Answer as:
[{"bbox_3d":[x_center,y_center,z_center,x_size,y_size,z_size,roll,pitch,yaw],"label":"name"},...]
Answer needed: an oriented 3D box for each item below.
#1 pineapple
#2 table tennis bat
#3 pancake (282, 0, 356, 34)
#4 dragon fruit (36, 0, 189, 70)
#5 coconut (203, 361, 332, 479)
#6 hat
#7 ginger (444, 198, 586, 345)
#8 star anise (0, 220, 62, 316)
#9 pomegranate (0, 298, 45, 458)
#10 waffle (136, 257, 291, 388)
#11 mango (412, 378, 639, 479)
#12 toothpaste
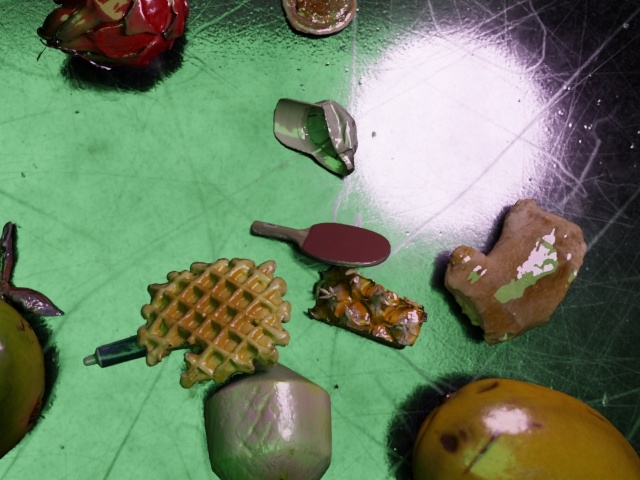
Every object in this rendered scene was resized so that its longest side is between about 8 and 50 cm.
[{"bbox_3d":[0.095,0.127,1.799,0.236,0.186,0.114,26,87,37],"label":"pineapple"},{"bbox_3d":[0.000,0.000,1.814,0.246,0.138,0.022,12,119,12],"label":"table tennis bat"},{"bbox_3d":[-0.003,-0.434,1.882,0.139,0.022,0.139,1,85,-8],"label":"pancake"},{"bbox_3d":[-0.351,-0.385,1.736,0.293,0.234,0.233,-31,91,-13],"label":"dragon fruit"},{"bbox_3d":[-0.088,0.307,1.731,0.236,0.204,0.236,-6,65,13],"label":"coconut"},{"bbox_3d":[-0.005,-0.194,1.850,0.166,0.081,0.122,16,123,8],"label":"hat"},{"bbox_3d":[0.336,0.051,1.844,0.221,0.130,0.275,17,78,3],"label":"ginger"},{"bbox_3d":[-0.549,0.089,1.752,0.172,0.063,0.208,-27,90,-7],"label":"star anise"},{"bbox_3d":[-0.613,0.222,1.627,0.359,0.216,0.309,21,102,-13],"label":"pomegranate"},{"bbox_3d":[-0.178,0.126,1.742,0.261,0.056,0.250,-13,50,2],"label":"waffle"},{"bbox_3d":[0.369,0.403,1.778,0.445,0.220,0.301,23,81,-9],"label":"mango"},{"bbox_3d":[-0.309,0.182,1.793,0.197,0.035,0.057,-15,97,-11],"label":"toothpaste"}]
